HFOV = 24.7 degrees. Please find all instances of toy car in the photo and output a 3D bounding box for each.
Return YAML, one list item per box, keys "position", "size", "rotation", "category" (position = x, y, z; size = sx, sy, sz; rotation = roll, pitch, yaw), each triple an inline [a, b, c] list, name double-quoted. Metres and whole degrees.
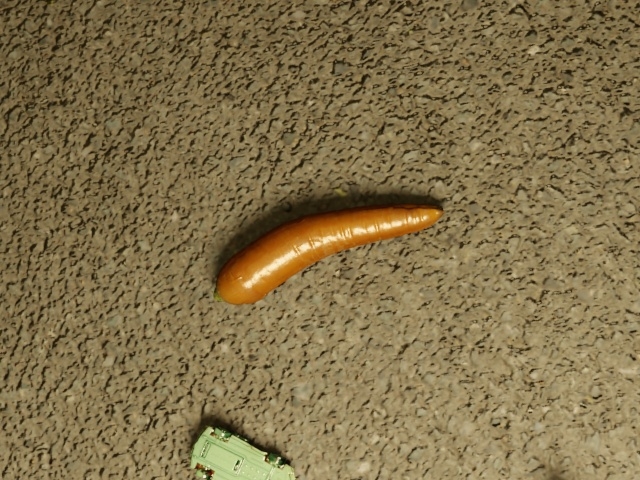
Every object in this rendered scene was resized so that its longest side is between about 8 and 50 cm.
- position: [-0.084, 0.245, 1.593]
  size: [0.122, 0.035, 0.059]
  rotation: [24, 89, 10]
  category: "toy car"

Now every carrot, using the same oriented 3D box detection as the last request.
- position: [0.000, 0.000, 1.597]
  size: [0.271, 0.062, 0.066]
  rotation: [-26, 42, 7]
  category: "carrot"
